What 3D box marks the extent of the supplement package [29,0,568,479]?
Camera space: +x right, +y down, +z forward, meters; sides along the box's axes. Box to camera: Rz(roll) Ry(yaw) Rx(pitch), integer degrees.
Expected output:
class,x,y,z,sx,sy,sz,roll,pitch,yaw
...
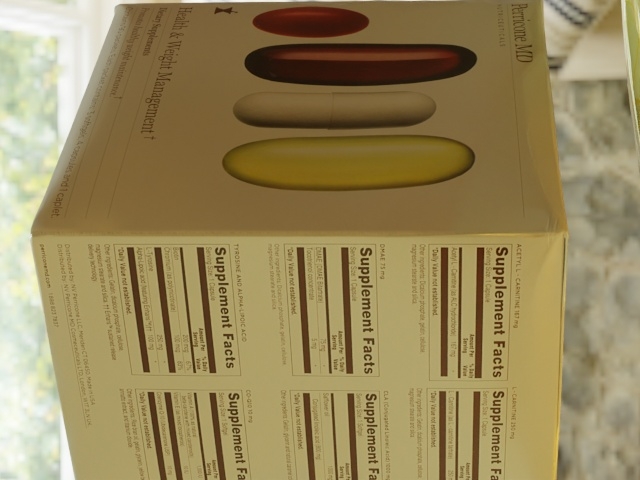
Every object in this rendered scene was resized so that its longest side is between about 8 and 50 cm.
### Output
class,x,y,z,sx,sy,sz,roll,pitch,yaw
supplement package,0.000,0.000,0.681,0.203,0.149,0.194,0,-144,4

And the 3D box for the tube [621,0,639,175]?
class,x,y,z,sx,sy,sz,roll,pitch,yaw
tube,0.152,-0.086,0.648,0.070,0.240,0.062,8,170,-36
